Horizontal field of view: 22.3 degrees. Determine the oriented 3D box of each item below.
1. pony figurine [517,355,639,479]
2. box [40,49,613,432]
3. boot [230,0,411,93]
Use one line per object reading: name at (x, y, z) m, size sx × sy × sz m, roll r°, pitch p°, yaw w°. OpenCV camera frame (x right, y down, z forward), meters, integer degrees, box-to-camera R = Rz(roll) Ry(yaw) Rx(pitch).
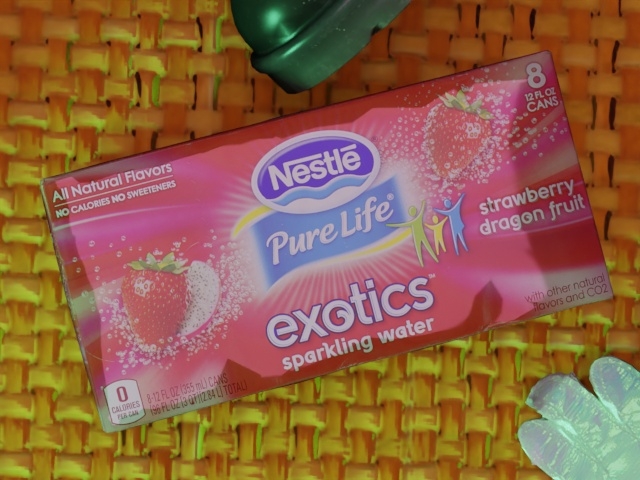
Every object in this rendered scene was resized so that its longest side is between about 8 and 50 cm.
pony figurine at (0.300, 0.105, 0.765) m, size 0.351 × 0.363 × 0.303 m, roll 43°, pitch 94°, yaw 12°
box at (0.000, 0.000, 0.817) m, size 0.257 × 0.122 × 0.128 m, roll -14°, pitch 90°, yaw -5°
boot at (-0.069, -0.341, 0.766) m, size 0.445 × 0.146 × 0.367 m, roll 38°, pitch 81°, yaw -15°
